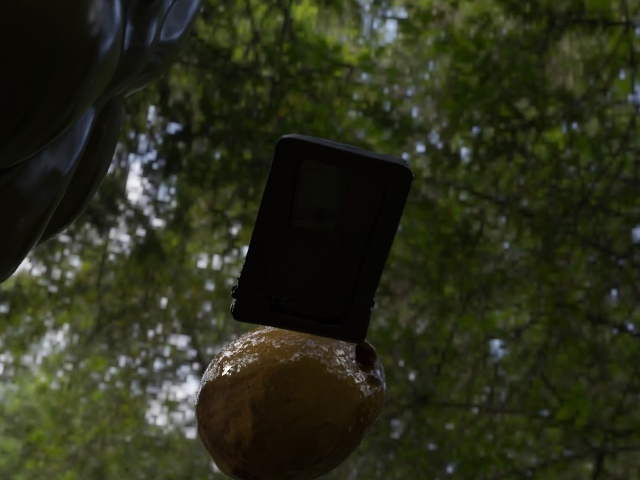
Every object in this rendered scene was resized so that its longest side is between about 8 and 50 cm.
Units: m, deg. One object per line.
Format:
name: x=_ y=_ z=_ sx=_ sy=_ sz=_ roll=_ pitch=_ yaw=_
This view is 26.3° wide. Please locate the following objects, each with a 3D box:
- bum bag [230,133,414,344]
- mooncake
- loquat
bum bag: x=0.000 y=0.000 z=1.020 sx=0.109 sy=0.026 sz=0.159 roll=13 pitch=-66 yaw=-9
mooncake: x=-0.235 y=-0.202 z=1.036 sx=0.262 sy=0.467 sz=0.467 roll=31 pitch=-34 yaw=0
loquat: x=-0.036 y=0.191 z=1.615 sx=0.238 sy=0.193 sz=0.238 roll=-23 pitch=-2 yaw=-1
